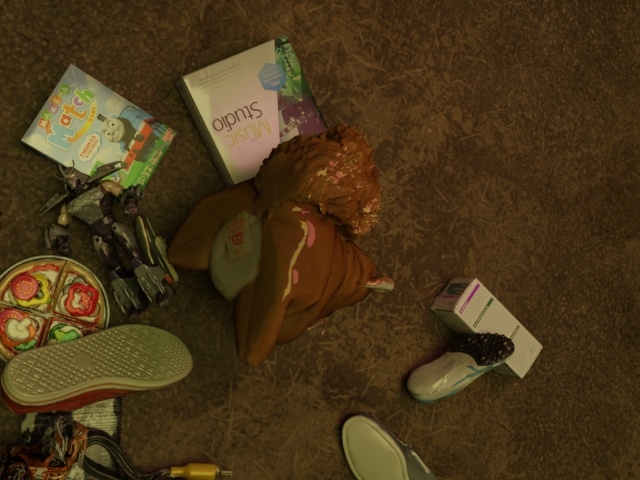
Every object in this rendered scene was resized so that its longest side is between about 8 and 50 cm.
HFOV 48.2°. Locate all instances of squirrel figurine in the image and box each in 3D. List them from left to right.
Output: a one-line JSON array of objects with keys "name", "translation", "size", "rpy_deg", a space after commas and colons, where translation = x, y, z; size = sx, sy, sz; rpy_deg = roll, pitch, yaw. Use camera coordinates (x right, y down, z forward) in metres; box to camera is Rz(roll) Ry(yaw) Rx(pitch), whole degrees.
[{"name": "squirrel figurine", "translation": [0.000, 0.000, 1.244], "size": [0.370, 0.281, 0.397], "rpy_deg": [15, 109, -52]}]

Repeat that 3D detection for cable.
[{"name": "cable", "translation": [-0.303, 0.426, 1.252], "size": [0.287, 0.072, 0.139], "rpy_deg": [26, 90, -17]}]

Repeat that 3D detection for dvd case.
[{"name": "dvd case", "translation": [-0.423, 0.348, 1.213], "size": [0.164, 0.018, 0.221], "rpy_deg": [3, 86, -27]}]

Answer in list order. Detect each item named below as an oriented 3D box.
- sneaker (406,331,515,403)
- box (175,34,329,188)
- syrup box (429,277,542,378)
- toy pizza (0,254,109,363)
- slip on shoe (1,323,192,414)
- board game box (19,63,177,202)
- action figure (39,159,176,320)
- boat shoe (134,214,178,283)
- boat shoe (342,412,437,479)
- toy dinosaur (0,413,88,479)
[{"name": "sneaker", "translation": [0.293, 0.265, 1.483], "size": [0.237, 0.085, 0.086], "rpy_deg": [-28, 137, 12]}, {"name": "box", "translation": [-0.101, -0.201, 1.368], "size": [0.232, 0.058, 0.322], "rpy_deg": [-30, 102, -23]}, {"name": "syrup box", "translation": [0.359, 0.188, 1.551], "size": [0.237, 0.093, 0.096], "rpy_deg": [45, 71, -17]}, {"name": "toy pizza", "translation": [-0.455, 0.125, 1.199], "size": [0.201, 0.032, 0.201], "rpy_deg": [1, 87, -26]}, {"name": "slip on shoe", "translation": [-0.366, 0.218, 1.193], "size": [0.331, 0.101, 0.123], "rpy_deg": [-6, 60, -43]}, {"name": "board game box", "translation": [-0.381, -0.178, 1.244], "size": [0.211, 0.039, 0.160], "rpy_deg": [32, 75, -20]}, {"name": "action figure", "translation": [-0.352, -0.009, 1.197], "size": [0.185, 0.099, 0.285], "rpy_deg": [-28, 102, 16]}, {"name": "boat shoe", "translation": [-0.292, 0.017, 1.273], "size": [0.043, 0.049, 0.137], "rpy_deg": [-22, 100, -28]}, {"name": "boat shoe", "translation": [0.157, 0.469, 1.461], "size": [0.319, 0.116, 0.099], "rpy_deg": [52, 25, -7]}, {"name": "toy dinosaur", "translation": [-0.498, 0.402, 1.096], "size": [0.218, 0.164, 0.322], "rpy_deg": [38, 69, -23]}]
